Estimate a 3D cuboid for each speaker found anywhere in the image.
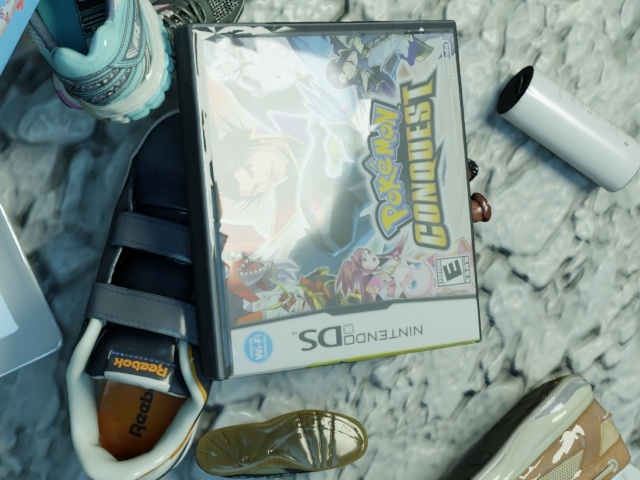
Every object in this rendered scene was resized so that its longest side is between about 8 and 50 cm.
[{"bbox_3d":[0.227,-0.102,1.302,0.136,0.055,0.055,32,86,-17],"label":"speaker"}]

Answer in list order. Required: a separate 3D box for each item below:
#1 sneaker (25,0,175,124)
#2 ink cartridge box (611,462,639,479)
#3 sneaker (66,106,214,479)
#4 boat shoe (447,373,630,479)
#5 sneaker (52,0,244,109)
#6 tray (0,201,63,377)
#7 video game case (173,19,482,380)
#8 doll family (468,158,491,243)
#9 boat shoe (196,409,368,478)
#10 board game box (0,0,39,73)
[{"bbox_3d":[-0.198,-0.230,1.087,0.110,0.122,0.283,-29,75,7],"label":"sneaker"},{"bbox_3d":[0.314,0.372,1.374,0.275,0.060,0.239,35,86,-17],"label":"ink cartridge box"},{"bbox_3d":[-0.125,0.051,1.159,0.126,0.127,0.321,10,96,5],"label":"sneaker"},{"bbox_3d":[0.149,0.262,1.273,0.324,0.123,0.116,-43,90,-7],"label":"boat shoe"},{"bbox_3d":[-0.134,-0.162,1.179,0.178,0.077,0.072,-38,105,-9],"label":"sneaker"},{"bbox_3d":[-0.360,0.079,1.164,0.270,0.030,0.145,-25,101,-12],"label":"tray"},{"bbox_3d":[0.012,-0.038,1.152,0.248,0.035,0.274,-6,92,-29],"label":"video game case"},{"bbox_3d":[0.083,-0.076,1.255,0.111,0.076,0.193,-25,99,-7],"label":"doll family"},{"bbox_3d":[-0.036,0.180,1.259,0.152,0.049,0.056,-1,78,-12],"label":"boat shoe"},{"bbox_3d":[-0.321,-0.265,1.023,0.302,0.086,0.308,27,88,21],"label":"board game box"}]
